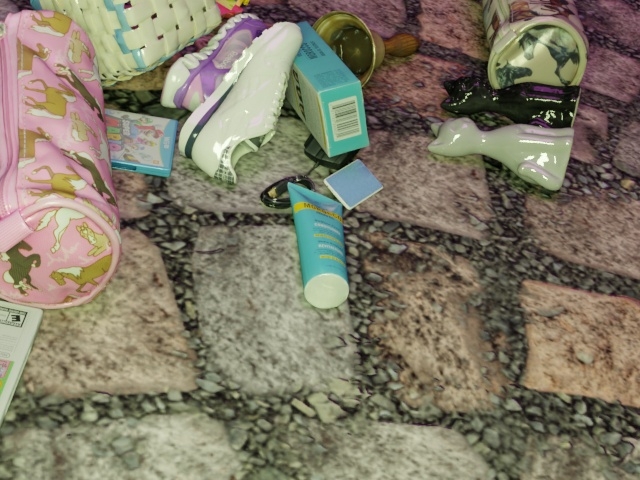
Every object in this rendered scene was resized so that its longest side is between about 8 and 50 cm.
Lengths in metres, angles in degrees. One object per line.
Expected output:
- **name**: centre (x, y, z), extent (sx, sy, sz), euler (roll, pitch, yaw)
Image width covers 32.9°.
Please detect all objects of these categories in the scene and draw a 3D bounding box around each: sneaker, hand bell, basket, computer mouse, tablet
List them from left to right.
- **basket**: centre (-0.305, -0.329, 1.528), extent (0.289, 0.201, 0.255), euler (-3, 29, 36)
- **sneaker**: centre (-0.129, -0.241, 1.560), extent (0.104, 0.095, 0.236), euler (30, 44, 8)
- **sneaker**: centre (-0.085, -0.183, 1.436), extent (0.095, 0.090, 0.235), euler (33, 82, 16)
- **computer mouse**: centre (-0.008, -0.111, 1.472), extent (0.071, 0.041, 0.242), euler (27, 39, 13)
- **tablet**: centre (0.045, -0.076, 1.462), extent (0.054, 0.006, 0.083), euler (49, 44, 7)
- **hand bell**: centre (0.095, -0.305, 1.726), extent (0.126, 0.126, 0.242), euler (35, 29, 23)

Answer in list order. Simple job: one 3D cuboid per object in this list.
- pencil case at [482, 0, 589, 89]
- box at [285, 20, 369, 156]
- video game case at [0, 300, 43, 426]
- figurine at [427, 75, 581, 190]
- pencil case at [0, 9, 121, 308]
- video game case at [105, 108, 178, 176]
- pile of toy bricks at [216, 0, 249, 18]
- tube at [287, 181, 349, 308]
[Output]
- **pencil case**: centre (0.345, -0.386, 1.840), extent (0.183, 0.160, 0.410), euler (27, 35, -17)
- **box**: centre (-0.004, -0.216, 1.510), extent (0.060, 0.101, 0.244), euler (-17, 34, -10)
- **video game case**: centre (-0.402, 0.116, 1.063), extent (0.212, 0.023, 0.193), euler (13, 37, -6)
- **figurine**: centre (0.271, -0.171, 1.621), extent (0.209, 0.092, 0.215), euler (13, 38, 9)
- **pencil case**: centre (-0.317, -0.101, 1.235), extent (0.167, 0.160, 0.386), euler (10, 41, -28)
- **video game case**: centre (-0.276, -0.136, 1.429), extent (0.166, 0.015, 0.119), euler (9, 38, -9)
- **pile of toy bricks**: centre (-0.226, -0.400, 1.727), extent (0.212, 0.118, 0.105), euler (31, 66, -5)
- **tube**: centre (0.000, 0.000, 1.334), extent (0.080, 0.052, 0.207), euler (26, 29, -22)
